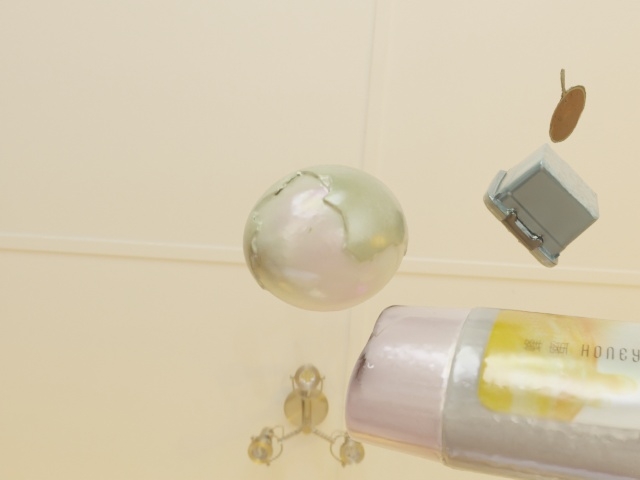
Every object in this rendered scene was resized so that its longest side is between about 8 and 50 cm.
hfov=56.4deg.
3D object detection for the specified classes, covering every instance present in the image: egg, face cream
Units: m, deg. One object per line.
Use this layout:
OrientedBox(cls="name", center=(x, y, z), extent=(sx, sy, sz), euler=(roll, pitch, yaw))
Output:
OrientedBox(cls="egg", center=(0.000, 0.000, 0.730), extent=(0.217, 0.183, 0.183), euler=(-18, -75, -41))
OrientedBox(cls="face cream", center=(0.151, 0.085, 0.310), extent=(0.269, 0.107, 0.073), euler=(2, -62, 27))

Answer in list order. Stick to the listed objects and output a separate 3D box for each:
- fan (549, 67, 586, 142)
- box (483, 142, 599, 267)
OrientedBox(cls="fan", center=(0.340, -0.190, 0.824), extent=(0.085, 0.005, 0.133), euler=(-49, -40, -6))
OrientedBox(cls="box", center=(0.372, -0.066, 1.007), extent=(0.162, 0.227, 0.130), euler=(46, -60, 3))
